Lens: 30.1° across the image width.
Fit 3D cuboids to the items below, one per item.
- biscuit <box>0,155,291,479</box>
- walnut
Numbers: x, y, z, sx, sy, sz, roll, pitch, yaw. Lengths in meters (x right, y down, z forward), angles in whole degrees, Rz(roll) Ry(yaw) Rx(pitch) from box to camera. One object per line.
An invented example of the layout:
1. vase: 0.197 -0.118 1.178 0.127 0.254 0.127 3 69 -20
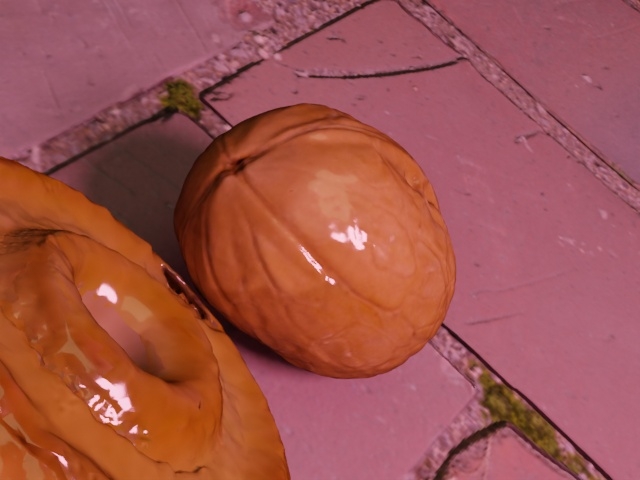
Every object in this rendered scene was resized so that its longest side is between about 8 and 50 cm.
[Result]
1. biscuit: -0.124 0.069 0.608 0.296 0.102 0.296 44 17 -17
2. walnut: 0.000 0.000 0.763 0.197 0.165 0.165 50 26 -44
